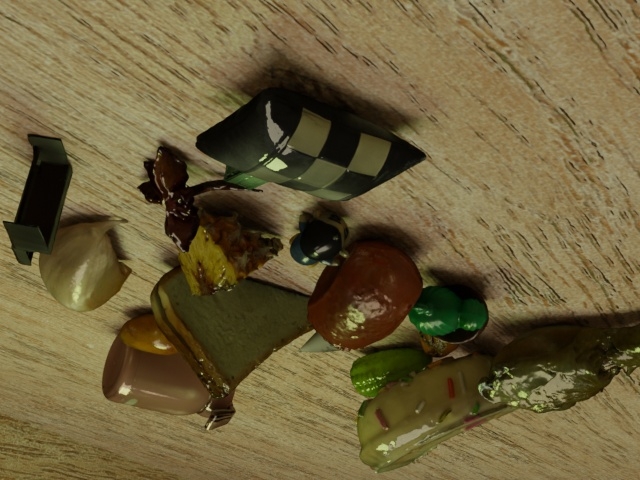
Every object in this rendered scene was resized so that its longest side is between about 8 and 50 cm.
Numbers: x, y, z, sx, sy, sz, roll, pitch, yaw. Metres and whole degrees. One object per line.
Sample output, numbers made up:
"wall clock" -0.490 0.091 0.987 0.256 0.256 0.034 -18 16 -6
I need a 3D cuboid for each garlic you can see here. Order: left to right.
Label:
"garlic" -0.423 0.040 1.824 0.164 0.146 0.245 -19 162 -17

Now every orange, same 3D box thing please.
"orange" 0.237 0.202 2.011 0.086 0.062 0.086 6 159 2

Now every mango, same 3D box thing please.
"mango" -0.365 0.201 2.206 0.164 0.089 0.115 7 167 13

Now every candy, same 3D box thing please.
"candy" 0.157 0.277 2.182 0.096 0.097 0.209 26 145 -35

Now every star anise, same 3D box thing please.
"star anise" -0.189 -0.084 1.524 0.140 0.144 0.158 52 151 12

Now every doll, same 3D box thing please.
"doll" 0.000 0.000 1.600 0.102 0.089 0.179 53 166 -6

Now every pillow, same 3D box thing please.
"pillow" -0.011 -0.119 1.295 0.249 0.106 0.186 18 157 -30

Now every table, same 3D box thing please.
"table" -0.427 -0.055 1.543 0.062 0.146 0.175 10 157 -2

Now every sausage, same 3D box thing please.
"sausage" 0.073 0.090 1.691 0.141 0.153 0.268 27 152 -7

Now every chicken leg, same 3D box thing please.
"chicken leg" 0.497 0.210 1.842 0.201 0.153 0.429 34 140 -30

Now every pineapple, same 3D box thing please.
"pineapple" -0.145 -0.003 1.654 0.164 0.140 0.250 -28 -177 -17

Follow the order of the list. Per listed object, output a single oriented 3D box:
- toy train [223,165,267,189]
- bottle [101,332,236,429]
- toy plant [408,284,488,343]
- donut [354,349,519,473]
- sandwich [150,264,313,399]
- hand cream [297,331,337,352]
"toy train" -0.096 -0.103 1.450 0.056 0.038 0.093 22 154 -34
"bottle" -0.344 0.334 2.357 0.296 0.206 0.173 21 118 -26
"toy plant" 0.230 0.129 1.767 0.142 0.105 0.200 8 178 30
"donut" 0.227 0.351 2.087 0.371 0.150 0.307 -31 160 20
"sandwich" -0.161 0.130 1.924 0.254 0.288 0.099 54 146 7
"hand cream" 0.065 0.173 1.976 0.139 0.089 0.314 -11 164 -23
